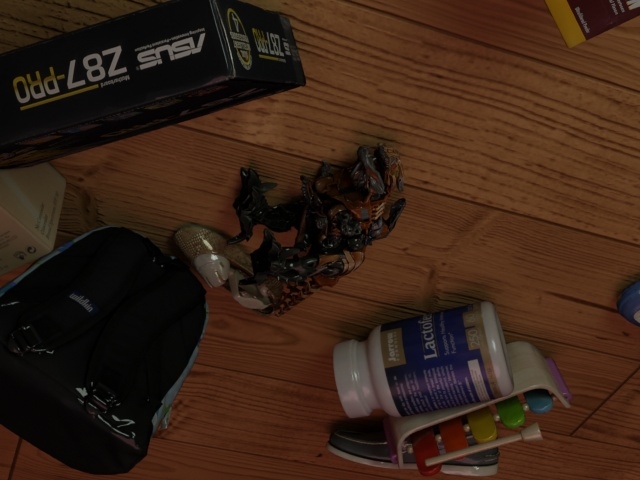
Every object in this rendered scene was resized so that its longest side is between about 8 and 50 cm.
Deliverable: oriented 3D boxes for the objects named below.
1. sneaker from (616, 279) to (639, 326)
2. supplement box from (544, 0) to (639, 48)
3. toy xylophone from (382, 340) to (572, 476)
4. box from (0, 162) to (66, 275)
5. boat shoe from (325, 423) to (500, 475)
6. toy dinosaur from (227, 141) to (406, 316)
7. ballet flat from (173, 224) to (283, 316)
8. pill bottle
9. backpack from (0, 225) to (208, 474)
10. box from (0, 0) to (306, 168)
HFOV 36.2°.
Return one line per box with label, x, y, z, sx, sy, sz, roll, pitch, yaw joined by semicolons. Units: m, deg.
sneaker;0.610;0.138;1.528;0.296;0.131;0.112;11;137;-11
supplement box;0.296;-0.331;0.973;0.194;0.191;0.129;-24;133;20
toy xylophone;0.248;0.283;1.602;0.322;0.236;0.081;-17;123;13
box;-0.472;-0.103;1.221;0.121;0.148;0.311;-23;134;19
boat shoe;0.171;0.364;1.800;0.319;0.116;0.099;6;93;1
toy dinosaur;0.000;0.000;1.353;0.218;0.164;0.322;3;115;-28
ballet flat;-0.132;0.050;1.451;0.206;0.067;0.073;33;127;-31
pill bottle;0.162;0.196;1.555;0.264;0.153;0.153;-14;135;12
backpack;-0.302;0.128;1.329;0.290;0.355;0.273;35;133;-5
box;-0.241;-0.161;1.064;0.395;0.318;0.097;-14;96;12
